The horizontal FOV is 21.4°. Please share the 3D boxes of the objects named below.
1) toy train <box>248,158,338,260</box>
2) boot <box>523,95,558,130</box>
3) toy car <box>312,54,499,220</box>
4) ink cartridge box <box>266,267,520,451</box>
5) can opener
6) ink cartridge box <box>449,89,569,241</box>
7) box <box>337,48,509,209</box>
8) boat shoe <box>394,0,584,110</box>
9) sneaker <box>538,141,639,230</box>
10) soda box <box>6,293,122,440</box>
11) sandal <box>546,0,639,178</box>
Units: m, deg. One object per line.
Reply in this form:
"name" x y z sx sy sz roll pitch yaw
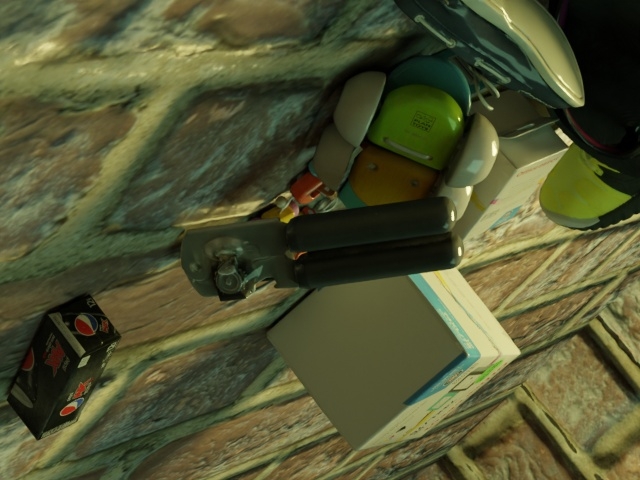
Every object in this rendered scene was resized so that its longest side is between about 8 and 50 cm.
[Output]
"toy train" -0.012 -0.026 1.795 0.125 0.046 0.166 -36 164 -6
"boot" 0.280 -0.221 1.843 0.236 0.089 0.269 -33 163 -39
"toy car" 0.090 -0.110 1.653 0.182 0.159 0.136 116 -5 -56
"ink cartridge box" 0.102 0.135 2.221 0.198 0.197 0.270 -42 164 14
"can opener" 0.000 0.000 1.656 0.284 0.076 0.095 -8 -159 14
"ink cartridge box" 0.177 -0.084 1.740 0.092 0.090 0.143 -23 157 -43
"box" 0.115 -0.111 1.809 0.100 0.060 0.244 -25 160 -39
"boat shoe" 0.159 -0.182 1.545 0.079 0.095 0.254 -27 148 27
"sneaker" 0.366 -0.153 1.887 0.147 0.145 0.385 22 133 -29
"soda box" -0.254 0.127 1.662 0.053 0.060 0.169 -27 160 -39
"sandal" 0.282 -0.179 1.667 0.445 0.168 0.107 68 38 -55
